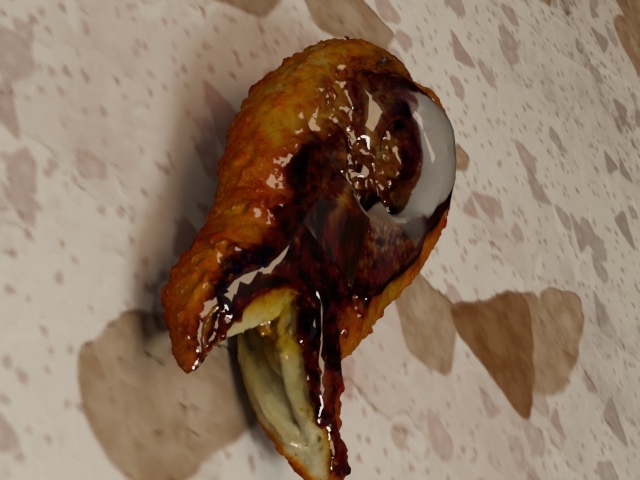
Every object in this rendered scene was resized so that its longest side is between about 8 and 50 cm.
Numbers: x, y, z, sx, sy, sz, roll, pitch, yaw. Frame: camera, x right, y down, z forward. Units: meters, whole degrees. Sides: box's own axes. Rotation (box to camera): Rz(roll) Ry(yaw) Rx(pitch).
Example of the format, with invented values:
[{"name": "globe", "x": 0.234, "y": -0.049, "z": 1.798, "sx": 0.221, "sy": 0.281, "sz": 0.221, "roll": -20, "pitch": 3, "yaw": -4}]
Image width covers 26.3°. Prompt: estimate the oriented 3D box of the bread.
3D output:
[{"name": "bread", "x": -0.004, "y": -0.008, "z": 0.711, "sx": 0.139, "sy": 0.095, "sz": 0.269, "roll": 47, "pitch": 49, "yaw": -23}]
